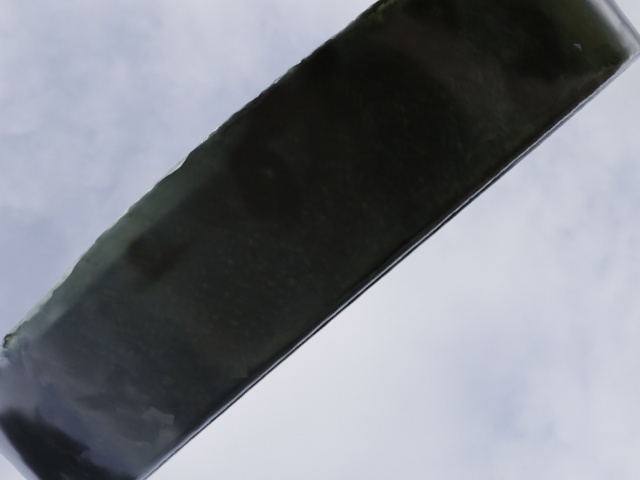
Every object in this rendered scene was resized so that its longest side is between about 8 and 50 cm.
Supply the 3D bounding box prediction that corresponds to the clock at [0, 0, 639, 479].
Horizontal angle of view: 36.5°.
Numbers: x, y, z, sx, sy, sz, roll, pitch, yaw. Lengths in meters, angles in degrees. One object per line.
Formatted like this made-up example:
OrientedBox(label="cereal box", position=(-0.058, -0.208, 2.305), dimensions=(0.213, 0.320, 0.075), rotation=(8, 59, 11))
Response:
OrientedBox(label="clock", position=(0.000, 0.000, 0.512), dimensions=(0.386, 0.386, 0.076), rotation=(-37, -95, -35))
